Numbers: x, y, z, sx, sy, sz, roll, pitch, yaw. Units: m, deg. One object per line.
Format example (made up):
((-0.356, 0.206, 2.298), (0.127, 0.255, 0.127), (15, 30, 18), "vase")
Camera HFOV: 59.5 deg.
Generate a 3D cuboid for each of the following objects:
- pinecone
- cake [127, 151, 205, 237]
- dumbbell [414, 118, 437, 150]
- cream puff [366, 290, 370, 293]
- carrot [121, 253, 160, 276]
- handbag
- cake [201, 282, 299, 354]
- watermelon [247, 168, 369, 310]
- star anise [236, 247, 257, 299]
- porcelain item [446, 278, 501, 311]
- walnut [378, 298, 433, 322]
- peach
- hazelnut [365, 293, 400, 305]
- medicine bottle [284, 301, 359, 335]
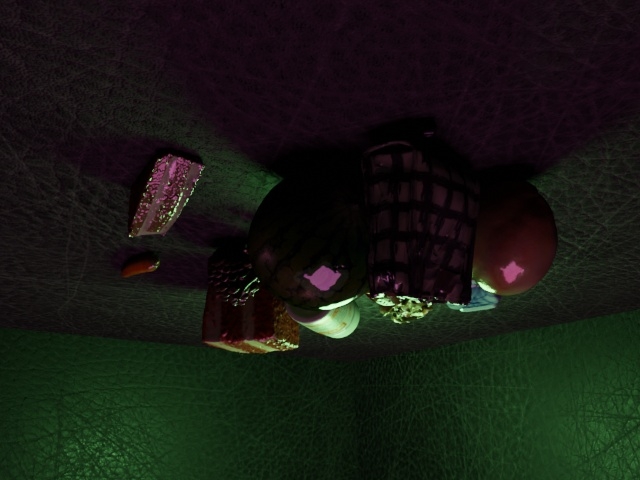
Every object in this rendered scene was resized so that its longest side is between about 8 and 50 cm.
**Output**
((-0.272, 0.113, 1.790), (0.179, 0.184, 0.204), (-3, 119, 16), "pinecone")
((-0.380, -0.124, 1.341), (0.116, 0.112, 0.295), (6, 147, -35), "cake")
((0.221, -0.221, 1.177), (0.036, 0.040, 0.083), (-32, 162, -8), "dumbbell")
((0.194, 0.026, 1.562), (0.303, 0.212, 0.303), (-23, -176, 2), "cream puff")
((-0.635, 0.092, 1.919), (0.271, 0.066, 0.062), (-16, 112, 40), "carrot")
((0.227, -0.024, 1.240), (0.163, 0.326, 0.325), (-2, 172, 39), "handbag")
((-0.270, 0.289, 2.171), (0.320, 0.270, 0.269), (-8, 158, 17), "cake")
((0.000, 0.000, 1.334), (0.364, 0.363, 0.363), (-2, 160, -1), "watermelon")
((-0.163, 0.064, 1.690), (0.177, 0.073, 0.233), (-10, 125, -39), "star anise")
((0.528, 0.140, 1.979), (0.243, 0.178, 0.405), (-10, 159, 20), "porcelain item")
((0.353, 0.246, 2.313), (0.204, 0.141, 0.238), (-22, 152, 18), "walnut")
((0.453, -0.014, 1.412), (0.248, 0.292, 0.292), (-13, 164, -22), "peach")
((0.232, 0.146, 2.037), (0.202, 0.160, 0.170), (37, 141, 2), "hazelnut")
((0.015, 0.261, 2.209), (0.211, 0.211, 0.371), (-9, 158, 17), "medicine bottle")
